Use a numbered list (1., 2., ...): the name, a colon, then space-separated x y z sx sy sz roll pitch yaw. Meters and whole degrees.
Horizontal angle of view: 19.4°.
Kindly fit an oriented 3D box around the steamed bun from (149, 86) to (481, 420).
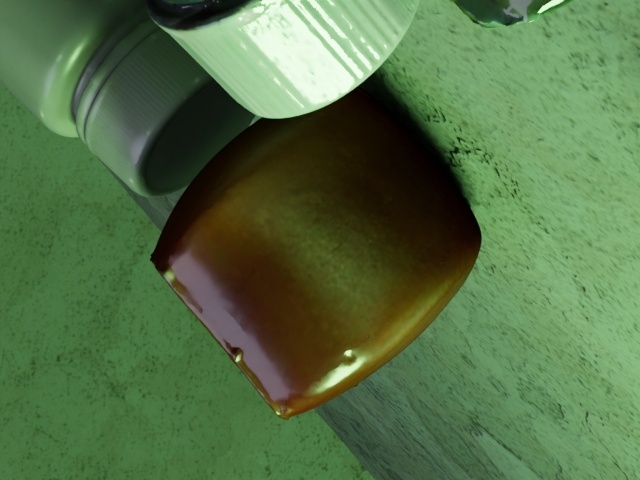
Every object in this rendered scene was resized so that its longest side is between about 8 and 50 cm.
1. steamed bun: 0.000 0.000 1.647 0.235 0.248 0.379 49 179 -1

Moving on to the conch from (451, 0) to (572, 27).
1. conch: 0.068 -0.208 1.000 0.188 0.122 0.176 48 148 -18

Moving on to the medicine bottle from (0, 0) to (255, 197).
1. medicine bottle: -0.228 -0.215 1.848 0.340 0.208 0.208 43 168 17

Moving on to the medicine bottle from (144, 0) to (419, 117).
1. medicine bottle: -0.095 -0.254 1.207 0.395 0.242 0.242 44 172 -32
